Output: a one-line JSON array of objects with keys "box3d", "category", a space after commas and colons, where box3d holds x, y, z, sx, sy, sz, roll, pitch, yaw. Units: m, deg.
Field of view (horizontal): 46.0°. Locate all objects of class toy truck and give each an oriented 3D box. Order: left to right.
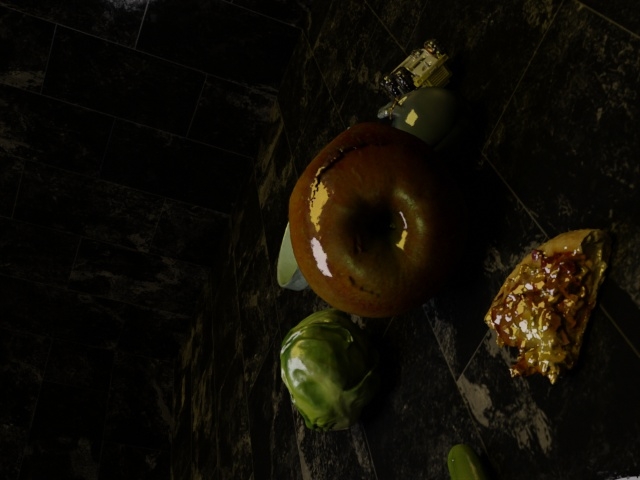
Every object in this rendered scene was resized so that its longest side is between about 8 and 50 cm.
[{"box3d": [0.233, -0.395, 1.810, 0.136, 0.111, 0.286, -42, 11, 0], "category": "toy truck"}]

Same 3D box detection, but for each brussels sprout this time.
[{"box3d": [0.022, 0.286, 1.701, 0.259, 0.227, 0.294, -89, -14, -64], "category": "brussels sprout"}]

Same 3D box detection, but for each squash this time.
[{"box3d": [0.251, 0.423, 1.171, 0.252, 0.066, 0.066, -99, 30, -53], "category": "squash"}]

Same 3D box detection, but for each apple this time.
[{"box3d": [0.111, -0.040, 1.507, 0.374, 0.374, 0.384, -163, 74, -72], "category": "apple"}]

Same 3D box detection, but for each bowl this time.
[{"box3d": [0.000, 0.000, 2.099, 0.307, 0.163, 0.307, -165, 90, -73], "category": "bowl"}]

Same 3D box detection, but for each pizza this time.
[{"box3d": [0.335, 0.112, 1.150, 0.289, 0.081, 0.229, 130, 150, -49], "category": "pizza"}]

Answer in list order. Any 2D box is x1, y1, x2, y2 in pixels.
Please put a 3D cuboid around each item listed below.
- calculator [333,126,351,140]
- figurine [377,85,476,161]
[{"box3d": [0.054, -0.205, 2.283, 0.173, 0.051, 0.293, 176, 109, -72], "category": "calculator"}, {"box3d": [0.223, -0.235, 1.639, 0.265, 0.197, 0.175, -28, 62, 56], "category": "figurine"}]
